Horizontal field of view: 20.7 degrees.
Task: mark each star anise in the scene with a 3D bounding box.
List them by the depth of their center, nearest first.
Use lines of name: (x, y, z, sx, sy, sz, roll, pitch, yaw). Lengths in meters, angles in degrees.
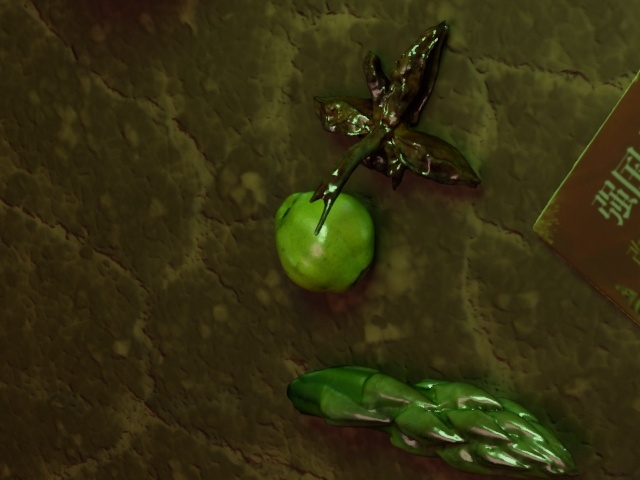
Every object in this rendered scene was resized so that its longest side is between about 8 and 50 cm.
star anise: (0.038, -0.089, 1.451, 0.158, 0.144, 0.140, -17, 89, 38)

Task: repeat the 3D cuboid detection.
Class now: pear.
pear: (0.000, 0.000, 1.542, 0.097, 0.092, 0.092, 37, 124, 17)

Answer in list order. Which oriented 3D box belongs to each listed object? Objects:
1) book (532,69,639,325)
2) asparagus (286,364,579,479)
book: (0.360, 0.025, 1.327, 0.374, 0.028, 0.262, 42, 134, 14)
asparagus: (0.103, 0.157, 1.541, 0.287, 0.080, 0.080, 16, 116, 35)
